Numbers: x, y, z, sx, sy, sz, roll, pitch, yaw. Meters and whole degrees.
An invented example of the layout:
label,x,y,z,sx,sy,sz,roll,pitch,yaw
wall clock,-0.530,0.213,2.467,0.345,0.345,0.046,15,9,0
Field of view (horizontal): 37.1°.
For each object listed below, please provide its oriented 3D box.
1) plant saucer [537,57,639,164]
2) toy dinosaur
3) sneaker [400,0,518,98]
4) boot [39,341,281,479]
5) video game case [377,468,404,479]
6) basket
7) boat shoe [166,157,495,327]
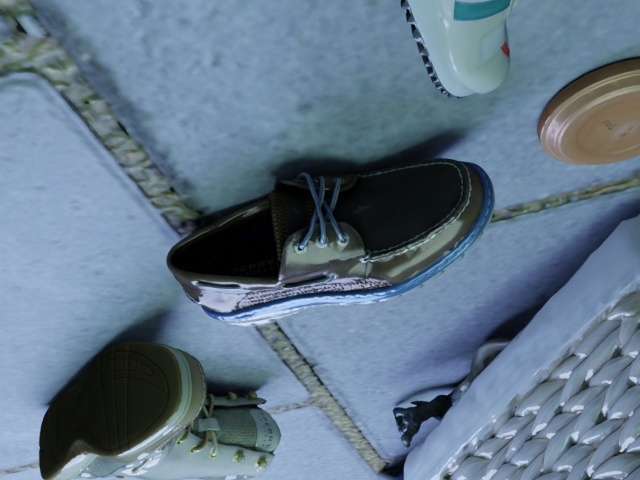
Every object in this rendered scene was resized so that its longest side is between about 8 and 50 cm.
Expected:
label,x,y,z,sx,sy,sz,roll,pitch,yaw
plant saucer,0.154,-0.062,0.491,0.083,0.013,0.083,-7,151,-4
toy dinosaur,0.122,0.142,0.814,0.118,0.064,0.268,-17,149,1
sneaker,0.063,-0.107,0.333,0.075,0.057,0.161,-12,149,16
boot,-0.096,0.134,0.706,0.165,0.077,0.213,12,150,-34
video game case,0.165,0.246,0.980,0.183,0.023,0.201,-6,173,-7
basket,0.295,0.186,0.675,0.328,0.266,0.331,5,136,-28
boat shoe,0.000,0.000,0.501,0.183,0.066,0.066,-23,148,24
